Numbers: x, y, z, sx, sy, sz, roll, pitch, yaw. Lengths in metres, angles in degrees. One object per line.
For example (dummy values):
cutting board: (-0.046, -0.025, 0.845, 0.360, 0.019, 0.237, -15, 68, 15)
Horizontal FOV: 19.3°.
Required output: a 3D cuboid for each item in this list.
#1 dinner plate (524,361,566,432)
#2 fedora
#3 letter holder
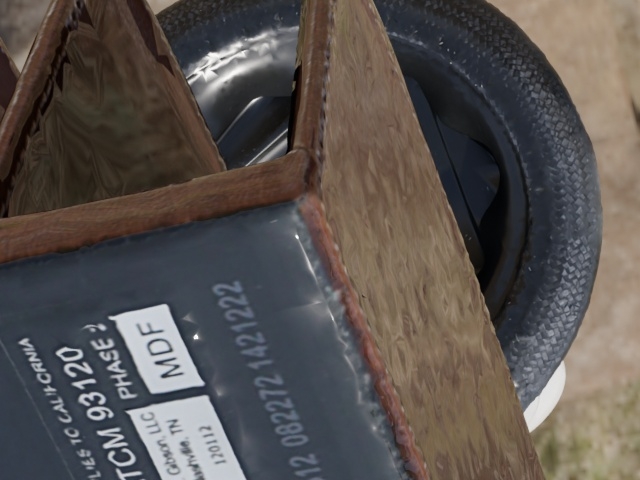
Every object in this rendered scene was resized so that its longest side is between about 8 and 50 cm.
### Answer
dinner plate: (0.103, 0.113, 1.295, 0.141, 0.017, 0.141, -9, 136, -9)
fedora: (0.000, 0.000, 1.088, 0.334, 0.334, 0.152, -14, 177, 11)
letter holder: (-0.017, 0.061, 0.525, 0.152, 0.214, 0.301, -12, 124, 14)
